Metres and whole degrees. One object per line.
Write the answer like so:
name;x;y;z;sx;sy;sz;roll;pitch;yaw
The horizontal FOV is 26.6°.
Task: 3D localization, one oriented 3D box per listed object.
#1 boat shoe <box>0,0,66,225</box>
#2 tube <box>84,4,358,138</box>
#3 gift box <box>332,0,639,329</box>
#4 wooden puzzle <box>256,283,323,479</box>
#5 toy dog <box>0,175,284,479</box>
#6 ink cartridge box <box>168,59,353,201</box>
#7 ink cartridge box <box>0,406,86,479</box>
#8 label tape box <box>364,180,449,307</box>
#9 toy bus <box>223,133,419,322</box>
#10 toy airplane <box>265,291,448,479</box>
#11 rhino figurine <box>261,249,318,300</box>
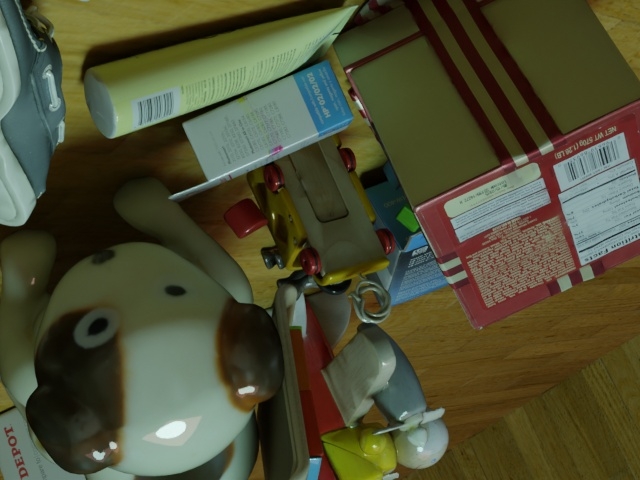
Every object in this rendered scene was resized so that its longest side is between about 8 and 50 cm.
boat shoe;-0.248;-0.131;1.000;0.319;0.116;0.099;97;17;-60
tube;-0.083;-0.150;1.161;0.240;0.070;0.062;-20;118;-25
gift box;0.173;-0.122;1.243;0.255;0.258;0.276;-23;141;1
wooden puzzle;-0.033;0.199;1.369;0.044;0.238;0.221;2;140;-8
toy dog;-0.181;0.141;1.314;0.284;0.395;0.408;-11;167;-11
ink cartridge box;-0.066;-0.099;1.250;0.181;0.061;0.104;-24;180;-2
ink cartridge box;-0.276;0.285;1.810;0.283;0.207;0.117;-25;159;1
label tape box;0.175;-0.043;1.612;0.240;0.106;0.333;-22;165;-9
toy bus;0.000;-0.012;1.415;0.202;0.191;0.104;-65;-177;-31
toy airplane;0.037;0.240;1.826;0.272;0.384;0.386;3;-162;-10
rhino figurine;0.004;0.020;1.562;0.106;0.073;0.243;-24;-174;-10
